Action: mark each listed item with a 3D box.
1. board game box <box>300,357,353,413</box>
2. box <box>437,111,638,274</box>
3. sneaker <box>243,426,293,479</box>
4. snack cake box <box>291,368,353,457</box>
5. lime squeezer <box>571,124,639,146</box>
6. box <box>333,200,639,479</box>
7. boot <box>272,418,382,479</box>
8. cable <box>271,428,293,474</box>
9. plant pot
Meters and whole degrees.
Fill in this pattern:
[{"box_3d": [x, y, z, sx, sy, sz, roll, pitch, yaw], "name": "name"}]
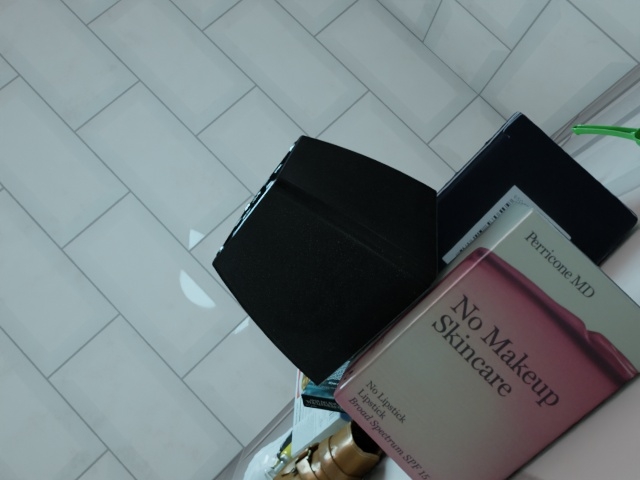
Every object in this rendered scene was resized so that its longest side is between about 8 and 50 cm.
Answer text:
[{"box_3d": [0.080, 0.211, 0.816, 0.186, 0.026, 0.126, 1, 26, 28], "name": "board game box"}, {"box_3d": [0.236, 0.023, 0.875, 0.293, 0.212, 0.395, -45, -7, -3], "name": "box"}, {"box_3d": [-0.075, 0.470, 1.171, 0.235, 0.090, 0.095, -44, 4, -21], "name": "sneaker"}, {"box_3d": [0.029, 0.247, 0.979, 0.152, 0.089, 0.264, -50, 24, 35], "name": "snack cake box"}, {"box_3d": [0.546, -0.210, 0.875, 0.058, 0.110, 0.310, -24, -7, -17], "name": "lime squeezer"}, {"box_3d": [0.149, 0.098, 0.489, 0.232, 0.148, 0.127, -47, -6, 14], "name": "box"}, {"box_3d": [-0.020, 0.346, 0.711, 0.220, 0.109, 0.283, -42, -12, 13], "name": "boot"}, {"box_3d": [0.001, 0.371, 1.077, 0.287, 0.072, 0.139, -45, -39, -34], "name": "cable"}, {"box_3d": [0.000, 0.000, 0.584, 0.187, 0.167, 0.188, -48, 11, 31], "name": "plant pot"}]
